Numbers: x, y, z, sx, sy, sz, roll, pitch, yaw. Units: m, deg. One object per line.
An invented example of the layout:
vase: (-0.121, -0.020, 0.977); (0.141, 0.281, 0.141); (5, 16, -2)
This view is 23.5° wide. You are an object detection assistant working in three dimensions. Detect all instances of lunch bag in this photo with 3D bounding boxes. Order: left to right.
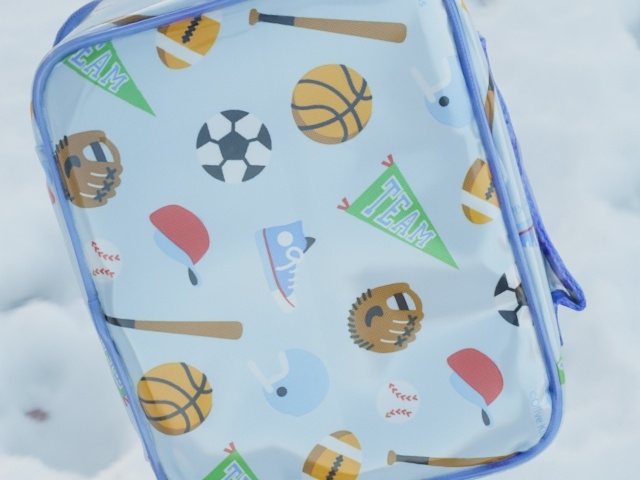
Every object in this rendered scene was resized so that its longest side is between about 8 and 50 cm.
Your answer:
lunch bag: (0.000, 0.000, 0.794); (0.243, 0.303, 0.115); (-17, 18, 2)
